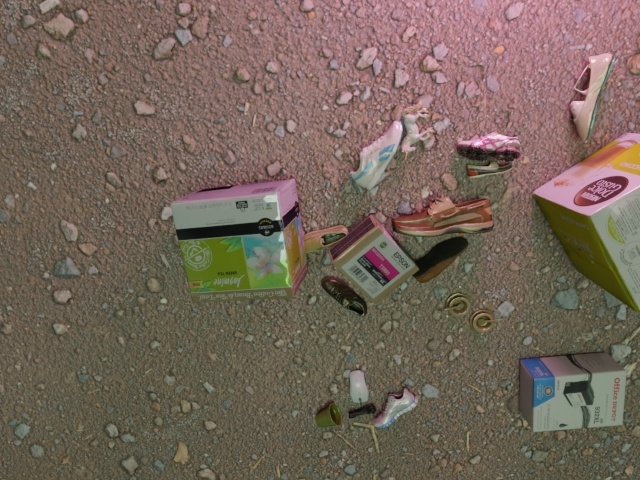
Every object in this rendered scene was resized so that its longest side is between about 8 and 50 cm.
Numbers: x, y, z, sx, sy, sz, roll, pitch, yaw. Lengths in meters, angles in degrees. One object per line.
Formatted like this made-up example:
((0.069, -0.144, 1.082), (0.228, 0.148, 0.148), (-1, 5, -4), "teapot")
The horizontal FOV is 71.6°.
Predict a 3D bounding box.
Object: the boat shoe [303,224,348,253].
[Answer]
((0.000, 0.000, 1.457), (0.190, 0.072, 0.068), (-24, 104, 8), "boat shoe")

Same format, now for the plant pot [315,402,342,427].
((0.025, 0.660, 1.653), (0.079, 0.083, 0.083), (-29, 104, 22), "plant pot")

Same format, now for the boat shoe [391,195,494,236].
((0.387, -0.081, 1.409), (0.323, 0.122, 0.120), (-4, 101, -6), "boat shoe")

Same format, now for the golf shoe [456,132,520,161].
((0.517, -0.293, 1.371), (0.186, 0.067, 0.086), (6, 64, 11), "golf shoe")

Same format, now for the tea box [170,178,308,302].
((-0.234, -0.001, 1.368), (0.328, 0.220, 0.324), (-5, 107, 12), "tea box")

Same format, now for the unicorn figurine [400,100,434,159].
((0.291, -0.335, 1.365), (0.111, 0.060, 0.162), (-16, 89, 6), "unicorn figurine")

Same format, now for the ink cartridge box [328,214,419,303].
((0.172, 0.065, 1.436), (0.193, 0.088, 0.234), (-40, 117, 13), "ink cartridge box")

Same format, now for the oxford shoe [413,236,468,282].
((0.402, 0.066, 1.479), (0.212, 0.076, 0.076), (-35, 132, 9), "oxford shoe")

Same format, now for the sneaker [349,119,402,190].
((0.174, -0.270, 1.367), (0.092, 0.087, 0.229), (29, 103, -5), "sneaker")

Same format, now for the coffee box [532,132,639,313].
((0.899, -0.065, 1.276), (0.334, 0.338, 0.338), (-33, 103, 11), "coffee box")

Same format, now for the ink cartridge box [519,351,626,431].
((0.879, 0.532, 1.560), (0.307, 0.129, 0.223), (-6, 106, 3), "ink cartridge box")

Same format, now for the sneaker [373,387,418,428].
((0.262, 0.614, 1.639), (0.190, 0.071, 0.083), (-39, 95, 3), "sneaker")

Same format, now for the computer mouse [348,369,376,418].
((0.142, 0.571, 1.636), (0.106, 0.042, 0.193), (-9, 106, 5), "computer mouse")

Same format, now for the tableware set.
((0.523, 0.256, 1.535), (0.194, 0.039, 0.128), (33, 104, -8), "tableware set")

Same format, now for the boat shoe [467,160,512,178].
((0.530, -0.229, 1.391), (0.137, 0.049, 0.043), (-10, 104, 9), "boat shoe")

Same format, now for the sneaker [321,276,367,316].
((0.085, 0.192, 1.511), (0.188, 0.071, 0.066), (34, 104, -8), "sneaker")

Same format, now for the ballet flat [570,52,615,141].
((0.790, -0.424, 1.318), (0.086, 0.086, 0.249), (10, 105, -1), "ballet flat")
